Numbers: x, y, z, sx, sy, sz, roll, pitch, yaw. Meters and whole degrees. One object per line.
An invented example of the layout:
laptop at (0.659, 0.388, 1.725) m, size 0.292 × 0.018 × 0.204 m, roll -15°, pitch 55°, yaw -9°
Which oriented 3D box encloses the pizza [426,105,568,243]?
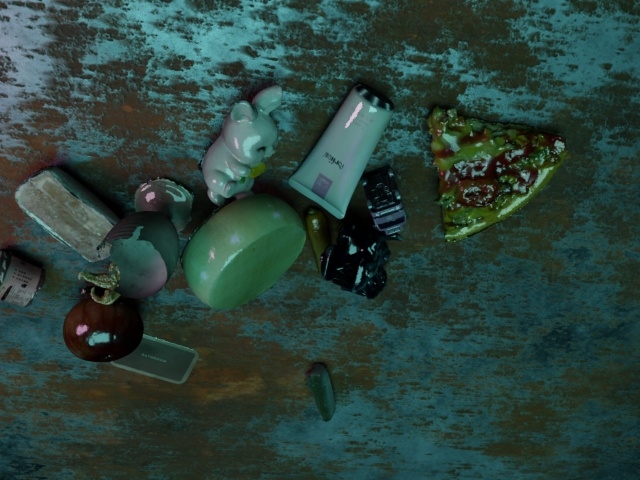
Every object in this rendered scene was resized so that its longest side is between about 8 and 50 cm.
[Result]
pizza at (0.417, -0.196, 1.750) m, size 0.406 × 0.130 × 0.440 m, roll 35°, pitch 115°, yaw -27°

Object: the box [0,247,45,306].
box at (-0.875, 0.116, 1.841) m, size 0.135 × 0.151 × 0.151 m, roll 27°, pitch 119°, yaw -30°

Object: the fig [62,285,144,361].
fig at (-0.641, 0.259, 1.924) m, size 0.234 × 0.215 × 0.235 m, roll -2°, pitch 134°, yaw -2°

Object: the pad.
pad at (-0.551, 0.390, 2.142) m, size 0.266 × 0.002 × 0.176 m, roll 21°, pitch 120°, yaw -18°

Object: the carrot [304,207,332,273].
carrot at (0.000, 0.000, 1.885) m, size 0.067 × 0.067 × 0.225 m, roll -11°, pitch 127°, yaw 2°

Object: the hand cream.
hand cream at (0.061, -0.238, 1.697) m, size 0.185 × 0.118 × 0.359 m, roll 33°, pitch 120°, yaw 3°

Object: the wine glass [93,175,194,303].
wine glass at (-0.439, -0.010, 1.655) m, size 0.190 × 0.357 × 0.191 m, roll 2°, pitch 122°, yaw 4°

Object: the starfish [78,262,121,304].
starfish at (-0.590, 0.112, 1.865) m, size 0.209 × 0.150 × 0.053 m, roll 11°, pitch 154°, yaw -27°

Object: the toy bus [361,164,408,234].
toy bus at (0.172, -0.112, 1.742) m, size 0.096 × 0.199 × 0.108 m, roll -18°, pitch 127°, yaw 8°

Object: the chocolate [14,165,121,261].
chocolate at (-0.665, -0.079, 1.751) m, size 0.185 × 0.100 × 0.303 m, roll -28°, pitch 120°, yaw 26°

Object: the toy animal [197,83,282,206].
toy animal at (-0.197, -0.241, 1.620) m, size 0.154 × 0.208 × 0.325 m, roll 35°, pitch 136°, yaw 19°

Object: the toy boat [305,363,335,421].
toy boat at (0.001, 0.539, 2.252) m, size 0.085 × 0.078 × 0.261 m, roll 3°, pitch 126°, yaw 22°

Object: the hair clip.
hair clip at (0.109, 0.046, 1.820) m, size 0.194 × 0.310 × 0.206 m, roll 22°, pitch 85°, yaw 16°

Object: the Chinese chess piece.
Chinese chess piece at (-0.205, 0.029, 1.741) m, size 0.349 × 0.146 × 0.349 m, roll -35°, pitch 158°, yaw -17°
